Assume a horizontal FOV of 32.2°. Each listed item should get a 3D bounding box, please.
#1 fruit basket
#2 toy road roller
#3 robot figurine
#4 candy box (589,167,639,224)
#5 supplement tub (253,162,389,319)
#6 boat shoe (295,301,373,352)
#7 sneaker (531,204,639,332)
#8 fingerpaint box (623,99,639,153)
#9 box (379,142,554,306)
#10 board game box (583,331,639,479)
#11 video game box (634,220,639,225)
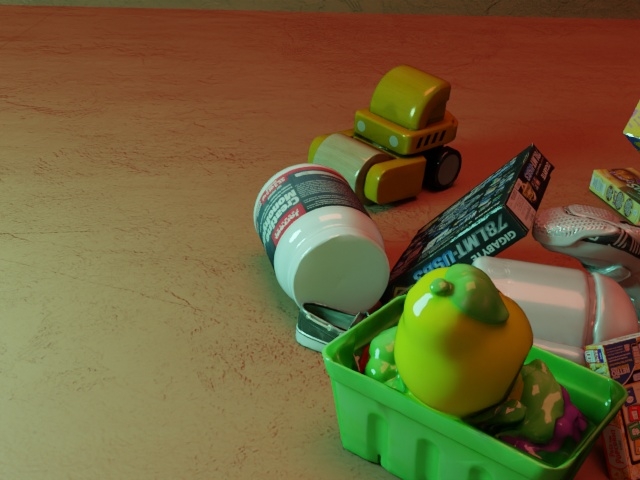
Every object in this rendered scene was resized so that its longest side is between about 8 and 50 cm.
[{"bbox_3d":[0.197,0.163,1.460,0.392,0.392,0.283,23,31,29],"label":"fruit basket"},{"bbox_3d":[0.150,-0.232,2.344,0.329,0.241,0.202,-19,37,-41],"label":"toy road roller"},{"bbox_3d":[0.336,0.136,1.719,0.353,0.200,0.300,8,18,2],"label":"robot figurine"},{"bbox_3d":[0.685,-0.097,2.417,0.109,0.053,0.187,-4,28,-21],"label":"candy box"},{"bbox_3d":[0.000,0.000,1.915,0.191,0.191,0.272,-1,28,-16],"label":"supplement tub"},{"bbox_3d":[0.064,0.153,1.765,0.219,0.070,0.078,14,28,14],"label":"boat shoe"},{"bbox_3d":[0.505,0.067,1.848,0.365,0.210,0.137,7,17,-19],"label":"sneaker"},{"bbox_3d":[0.901,-0.157,2.278,0.444,0.163,0.371,28,0,36],"label":"fingerpaint box"},{"bbox_3d":[0.255,-0.017,1.928,0.073,0.295,0.293,50,30,-5],"label":"box"},{"bbox_3d":[0.462,0.232,1.585,0.146,0.194,0.045,-9,-4,-29],"label":"board game box"},{"bbox_3d":[0.657,0.041,2.151,0.187,0.048,0.205,27,33,29],"label":"video game box"}]
